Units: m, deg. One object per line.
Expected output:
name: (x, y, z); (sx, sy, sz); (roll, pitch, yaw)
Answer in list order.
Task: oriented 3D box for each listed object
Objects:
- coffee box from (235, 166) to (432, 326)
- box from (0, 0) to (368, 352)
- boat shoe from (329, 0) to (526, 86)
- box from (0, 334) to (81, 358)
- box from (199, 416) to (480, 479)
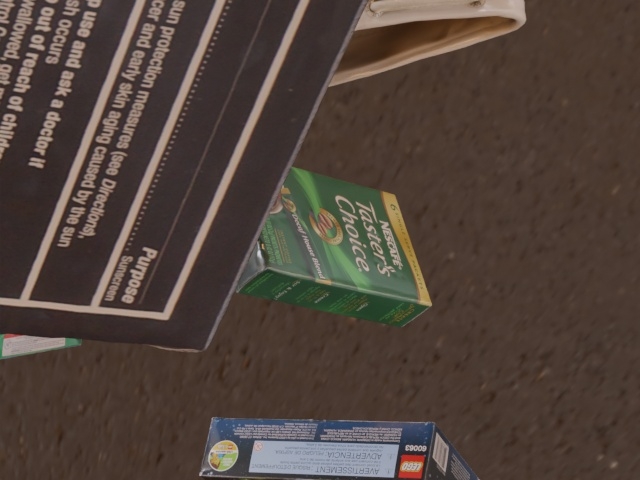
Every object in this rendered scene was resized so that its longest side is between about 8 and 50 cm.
coffee box: (0.000, 0.000, 1.364); (0.184, 0.040, 0.113); (15, 48, -42)
box: (-0.139, -0.136, 0.540); (0.294, 0.296, 0.183); (8, 35, -29)
boat shoe: (-0.033, -0.088, 0.818); (0.267, 0.096, 0.088); (-20, 77, -11)
box: (-0.271, 0.044, 1.271); (0.179, 0.105, 0.043); (16, 102, 33)
box: (0.038, 0.189, 1.211); (0.159, 0.233, 0.044); (-2, 60, 24)
